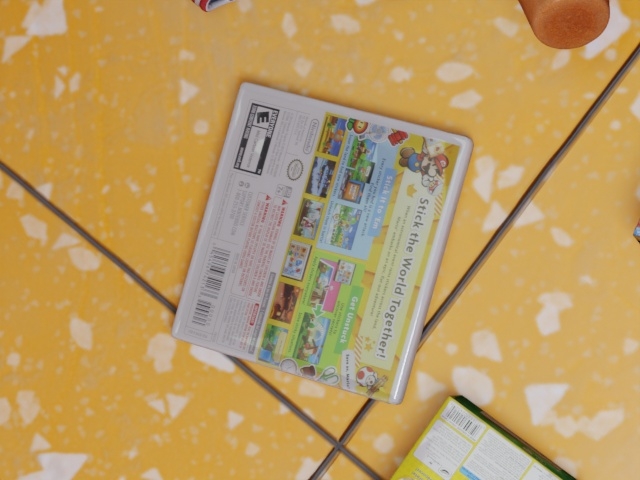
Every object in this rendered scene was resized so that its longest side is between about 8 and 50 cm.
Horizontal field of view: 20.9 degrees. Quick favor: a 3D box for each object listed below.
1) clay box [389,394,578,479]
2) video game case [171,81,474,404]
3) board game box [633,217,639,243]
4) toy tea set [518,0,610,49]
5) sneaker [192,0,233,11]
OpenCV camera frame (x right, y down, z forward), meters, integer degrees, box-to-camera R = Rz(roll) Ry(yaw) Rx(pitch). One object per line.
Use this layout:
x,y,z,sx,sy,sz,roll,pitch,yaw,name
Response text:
0.094,0.248,1.378,0.127,0.053,0.222,37,97,16,clay box
0.000,0.000,1.443,0.206,0.026,0.227,15,89,17,video game case
0.339,-0.036,1.295,0.170,0.048,0.141,19,77,34,board game box
0.276,-0.273,1.280,0.336,0.200,0.124,-19,48,15,toy tea set
-0.076,-0.249,1.477,0.067,0.042,0.118,46,106,19,sneaker
